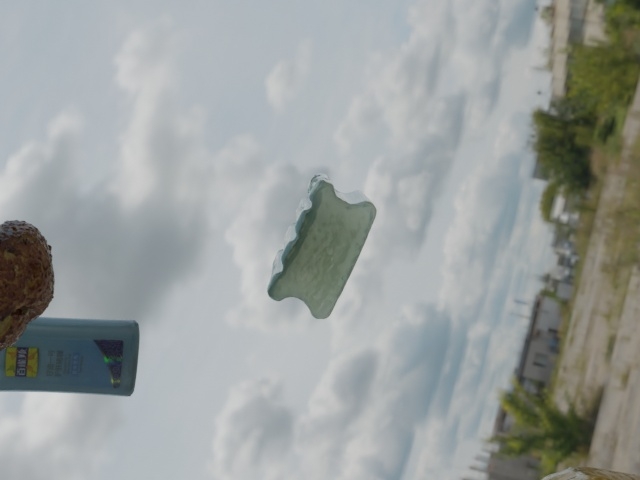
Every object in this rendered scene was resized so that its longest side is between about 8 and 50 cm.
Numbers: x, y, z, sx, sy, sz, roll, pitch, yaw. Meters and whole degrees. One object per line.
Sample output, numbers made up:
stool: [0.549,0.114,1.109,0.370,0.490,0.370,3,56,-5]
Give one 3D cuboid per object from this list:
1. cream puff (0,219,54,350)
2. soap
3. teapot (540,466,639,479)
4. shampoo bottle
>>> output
cream puff: [-0.298,0.052,0.965,0.149,0.084,0.149,-55,5,7]
soap: [0.000,0.000,1.033,0.119,0.066,0.198,-64,4,5]
teapot: [0.198,0.219,0.561,0.311,0.203,0.167,35,-114,-72]
shampoo bottle: [-0.366,0.146,1.344,0.061,0.258,0.104,-147,63,-71]
